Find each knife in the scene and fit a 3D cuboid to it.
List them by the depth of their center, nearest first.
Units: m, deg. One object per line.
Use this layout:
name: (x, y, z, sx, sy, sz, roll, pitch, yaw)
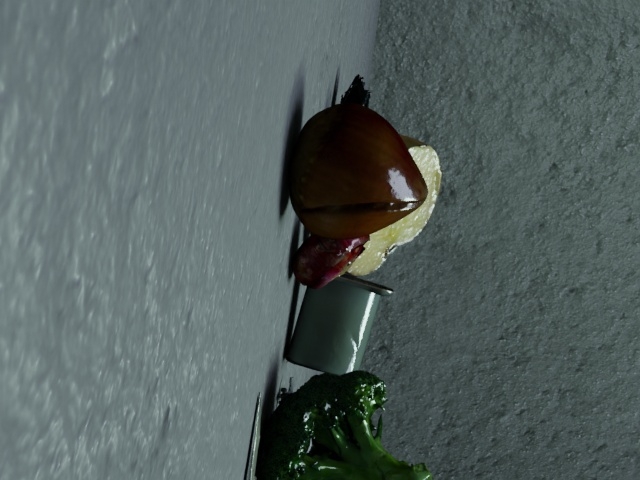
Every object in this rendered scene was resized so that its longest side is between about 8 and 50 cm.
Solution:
knife: (-0.106, 0.374, 1.327, 0.047, 0.017, 0.298, 5, 94, -80)

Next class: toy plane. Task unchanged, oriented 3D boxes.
toy plane: (-0.063, 0.296, 1.665, 0.083, 0.031, 0.078, 74, 25, -81)

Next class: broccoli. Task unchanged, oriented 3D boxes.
broccoli: (0.030, 0.366, 1.480, 0.297, 0.297, 0.297, -31, 137, -35)

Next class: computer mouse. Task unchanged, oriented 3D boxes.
computer mouse: (0.059, -0.235, 1.877, 0.146, 0.077, 0.241, 59, 40, -84)

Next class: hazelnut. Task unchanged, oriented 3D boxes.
hazelnut: (0.057, -0.095, 1.273, 0.208, 0.208, 0.208, 9, 90, -86)

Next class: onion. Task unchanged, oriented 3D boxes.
onion: (0.000, 0.000, 1.525, 0.150, 0.140, 0.150, -37, 174, -5)

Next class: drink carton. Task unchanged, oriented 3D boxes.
drink carton: (0.033, 0.153, 1.687, 0.191, 0.185, 0.189, 2, 100, -88)

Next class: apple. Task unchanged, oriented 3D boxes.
apple: (0.088, -0.091, 1.761, 0.293, 0.163, 0.251, -29, 136, -31)

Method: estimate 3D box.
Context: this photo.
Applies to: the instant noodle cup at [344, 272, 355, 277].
instant noodle cup: (0.043, 0.004, 2.004, 0.135, 0.127, 0.127, -89, -177, -48)
